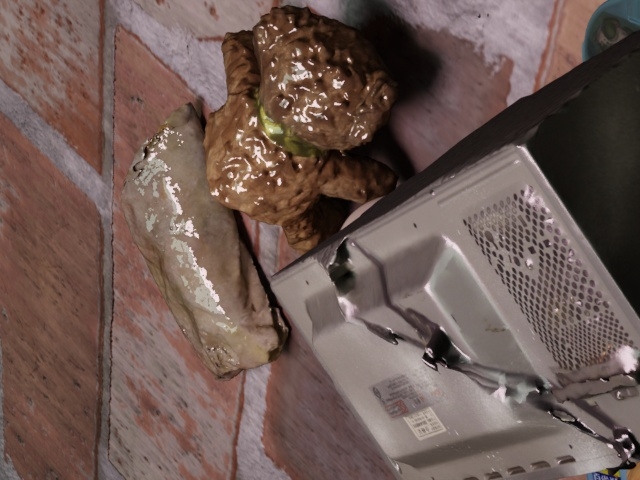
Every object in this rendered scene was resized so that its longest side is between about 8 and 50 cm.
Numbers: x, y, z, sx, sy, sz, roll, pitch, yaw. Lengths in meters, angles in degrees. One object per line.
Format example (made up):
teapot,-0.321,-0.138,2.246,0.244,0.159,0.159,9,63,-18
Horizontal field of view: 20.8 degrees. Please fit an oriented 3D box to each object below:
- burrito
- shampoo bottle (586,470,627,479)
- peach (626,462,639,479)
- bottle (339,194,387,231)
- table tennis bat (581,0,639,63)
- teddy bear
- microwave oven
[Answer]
burrito,-0.155,0.014,2.136,0.175,0.107,0.347,-14,102,45
shampoo bottle,0.294,0.228,1.643,0.104,0.061,0.258,8,117,53
peach,0.345,0.217,1.416,0.232,0.232,0.232,35,138,40
bottle,0.083,0.078,1.786,0.147,0.147,0.236,45,151,29
table tennis bat,0.265,-0.175,1.438,0.124,0.033,0.201,27,137,41
teddy bear,-0.014,-0.123,1.802,0.246,0.222,0.296,51,-170,12
microwave oven,0.202,0.009,1.322,0.236,0.374,0.432,55,152,-2
